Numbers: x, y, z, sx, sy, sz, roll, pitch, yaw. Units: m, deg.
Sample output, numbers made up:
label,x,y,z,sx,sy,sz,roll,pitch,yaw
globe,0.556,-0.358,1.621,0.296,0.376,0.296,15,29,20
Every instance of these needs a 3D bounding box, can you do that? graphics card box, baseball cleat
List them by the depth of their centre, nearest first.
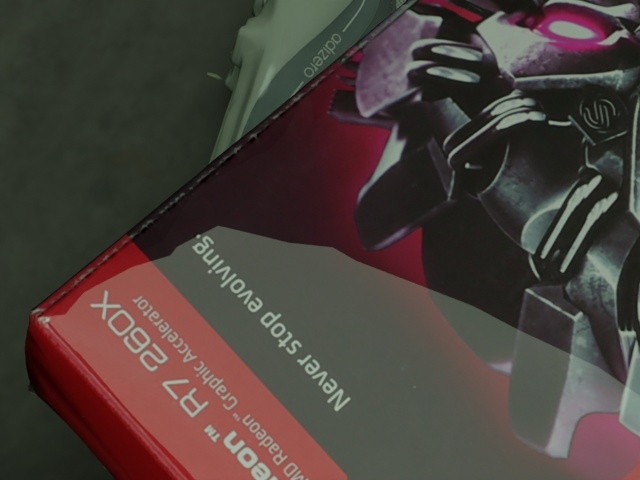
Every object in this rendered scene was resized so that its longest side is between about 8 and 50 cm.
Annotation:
label,x,y,z,sx,sy,sz,roll,pitch,yaw
graphics card box,0.122,0.000,0.593,0.371,0.094,0.233,-40,82,-15
baseball cleat,0.000,0.000,0.663,0.109,0.072,0.206,15,77,-2
